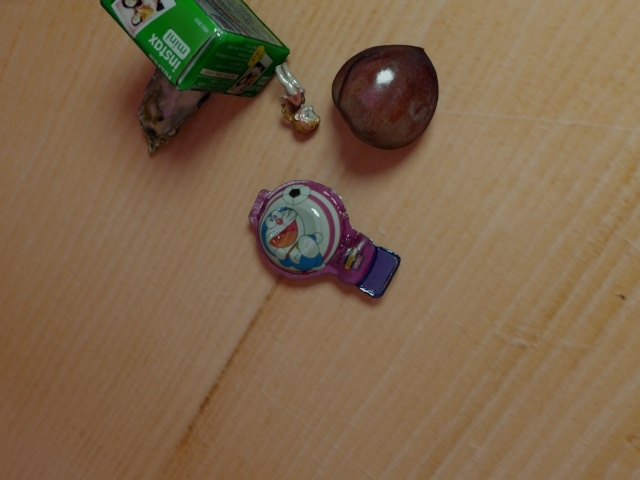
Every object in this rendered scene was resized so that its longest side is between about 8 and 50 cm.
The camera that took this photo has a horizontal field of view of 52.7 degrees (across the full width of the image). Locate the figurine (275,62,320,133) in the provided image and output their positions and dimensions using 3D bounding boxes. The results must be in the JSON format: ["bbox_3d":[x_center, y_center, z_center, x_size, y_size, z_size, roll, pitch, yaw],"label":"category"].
[{"bbox_3d":[-0.038,-0.212,0.970,0.047,0.064,0.109,-16,105,41],"label":"figurine"}]

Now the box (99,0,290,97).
[{"bbox_3d":[-0.165,-0.294,0.899,0.180,0.250,0.103,48,112,7],"label":"box"}]

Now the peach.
[{"bbox_3d":[0.090,-0.209,0.891,0.152,0.152,0.152,2,95,17],"label":"peach"}]

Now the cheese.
[{"bbox_3d":[0.000,0.000,0.974,0.244,0.062,0.155,30,101,12],"label":"cheese"}]

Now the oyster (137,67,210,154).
[{"bbox_3d":[-0.235,-0.217,1.035,0.122,0.045,0.146,-4,87,21],"label":"oyster"}]
